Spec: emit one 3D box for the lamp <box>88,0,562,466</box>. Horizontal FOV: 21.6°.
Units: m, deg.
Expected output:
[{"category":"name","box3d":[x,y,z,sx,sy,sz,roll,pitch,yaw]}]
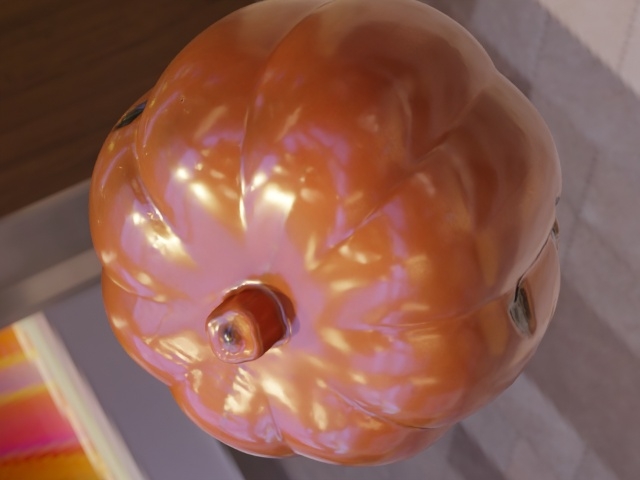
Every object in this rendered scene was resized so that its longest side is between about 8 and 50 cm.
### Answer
[{"category":"lamp","box3d":[0.000,0.000,0.655,0.187,0.164,0.188,12,122,21]}]
